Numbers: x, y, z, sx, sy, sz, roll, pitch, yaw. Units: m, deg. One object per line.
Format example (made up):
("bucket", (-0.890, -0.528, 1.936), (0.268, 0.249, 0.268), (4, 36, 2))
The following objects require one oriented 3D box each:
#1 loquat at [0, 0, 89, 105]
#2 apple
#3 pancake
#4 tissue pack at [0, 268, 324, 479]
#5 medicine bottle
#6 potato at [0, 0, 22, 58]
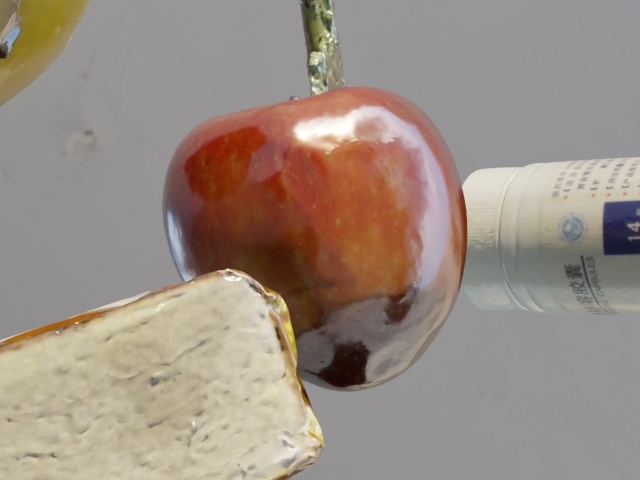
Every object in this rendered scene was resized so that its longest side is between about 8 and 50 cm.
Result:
("loquat", (-0.301, -0.207, 0.810), (0.328, 0.328, 0.359), (38, -12, 9))
("apple", (0.000, 0.000, 0.882), (0.230, 0.230, 0.229), (14, -59, 25))
("pancake", (0.001, -0.135, 1.371), (0.054, 0.376, 0.197), (-7, -35, 6))
("tissue pack", (-0.102, 0.081, 0.501), (0.226, 0.183, 0.091), (124, -54, -78))
("medicine bottle", (0.335, -0.004, 1.493), (0.332, 0.190, 0.189), (-1, -67, 37))
("potato", (-0.205, -0.172, 0.397), (0.229, 0.266, 0.229), (0, -92, -6))
